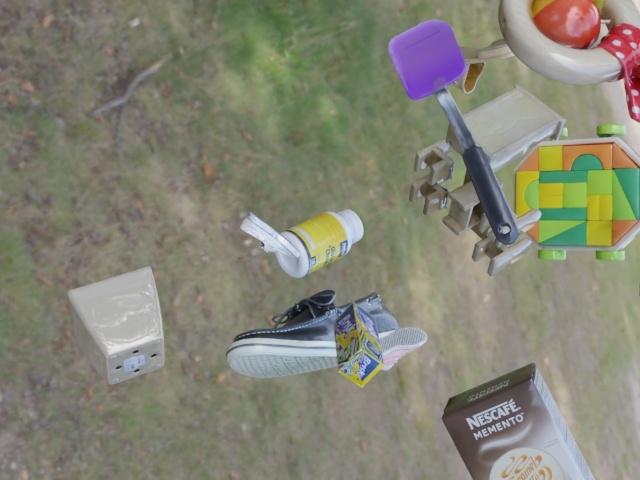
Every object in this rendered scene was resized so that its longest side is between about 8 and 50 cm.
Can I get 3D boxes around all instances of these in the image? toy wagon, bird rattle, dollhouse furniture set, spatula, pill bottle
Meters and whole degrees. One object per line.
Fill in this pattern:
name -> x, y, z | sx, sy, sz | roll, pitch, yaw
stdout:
toy wagon -> 0.546, -0.093, 1.929 | 0.068, 0.344, 0.267 | -1, 91, -56
bird rattle -> 0.303, -0.236, 1.114 | 0.143, 0.207, 0.253 | 108, -26, -67
dollhouse furniture set -> 0.287, -0.111, 1.641 | 0.212, 0.161, 0.242 | 46, -29, 29
spatula -> 0.172, -0.131, 1.196 | 0.296, 0.084, 0.030 | 66, 18, 7
pill bottle -> 0.000, 0.000, 2.079 | 0.184, 0.103, 0.103 | -27, 100, -35

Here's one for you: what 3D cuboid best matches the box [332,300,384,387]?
box -> 0.062, 0.172, 1.663 | 0.054, 0.059, 0.169 | 37, 17, -17

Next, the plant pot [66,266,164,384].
plant pot -> -0.247, 0.115, 1.241 | 0.096, 0.109, 0.109 | 59, -24, 30

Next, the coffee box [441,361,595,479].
coffee box -> 0.285, 0.312, 1.354 | 0.246, 0.141, 0.098 | 62, 17, 0

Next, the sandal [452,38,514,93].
sandal -> 0.253, -0.291, 1.696 | 0.088, 0.240, 0.079 | -30, 109, -34

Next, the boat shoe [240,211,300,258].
boat shoe -> -0.075, 0.001, 1.449 | 0.100, 0.035, 0.035 | 37, 3, -20

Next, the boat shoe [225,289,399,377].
boat shoe -> -0.016, 0.195, 2.138 | 0.500, 0.187, 0.156 | -3, 72, -47

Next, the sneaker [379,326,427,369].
sneaker -> 0.156, 0.227, 2.056 | 0.070, 0.134, 0.051 | 93, -27, -47
